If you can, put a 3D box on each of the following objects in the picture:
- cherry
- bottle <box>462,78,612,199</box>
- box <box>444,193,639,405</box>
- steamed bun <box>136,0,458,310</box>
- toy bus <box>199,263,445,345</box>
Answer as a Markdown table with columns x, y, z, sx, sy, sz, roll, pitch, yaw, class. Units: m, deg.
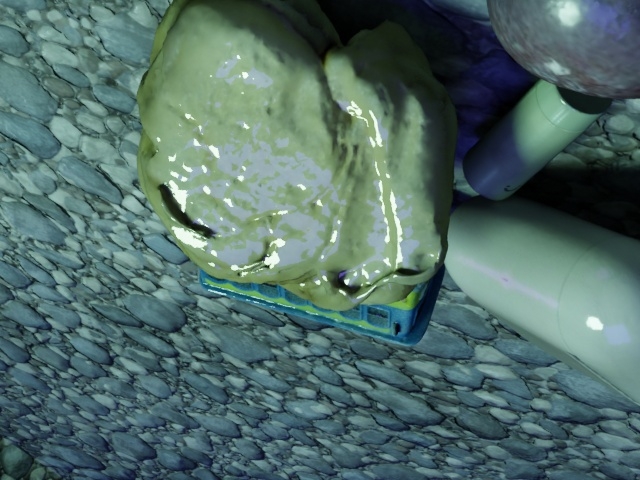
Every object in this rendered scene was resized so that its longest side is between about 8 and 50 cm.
| x | y | z | sx | sy | sz | roll | pitch | yaw | class |
| --- | --- | --- | --- | --- | --- | --- | --- | --- | --- |
| 0.244 | -0.212 | 0.971 | 0.213 | 0.184 | 0.266 | 37 | 163 | -12 | cherry |
| 0.226 | -0.115 | 1.252 | 0.072 | 0.072 | 0.201 | 26 | 151 | -9 | bottle |
| 0.308 | 0.073 | 1.333 | 0.288 | 0.141 | 0.349 | 36 | 176 | -33 | box |
| -0.020 | -0.105 | 1.266 | 0.372 | 0.230 | 0.325 | 25 | 113 | 0 | steamed bun |
| 0.000 | 0.000 | 1.506 | 0.312 | 0.152 | 0.190 | 15 | 149 | 12 | toy bus |
